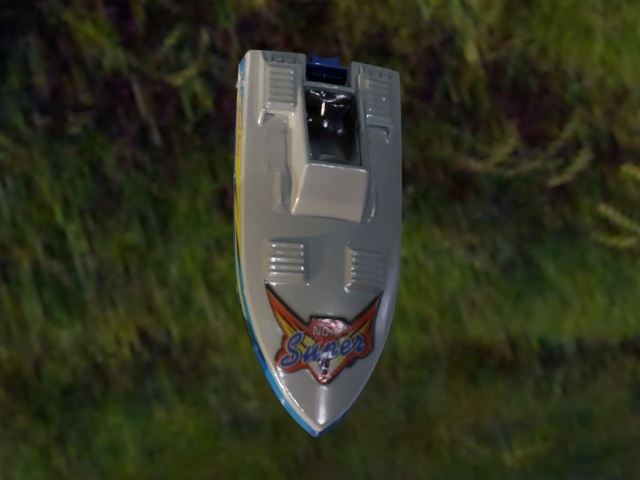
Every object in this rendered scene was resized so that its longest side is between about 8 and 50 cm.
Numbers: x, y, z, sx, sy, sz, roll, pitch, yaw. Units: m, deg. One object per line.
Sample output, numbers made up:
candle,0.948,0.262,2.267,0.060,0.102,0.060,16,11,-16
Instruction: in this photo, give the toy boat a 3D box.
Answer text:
toy boat,0.000,0.000,1.383,0.129,0.295,0.088,7,158,-17
